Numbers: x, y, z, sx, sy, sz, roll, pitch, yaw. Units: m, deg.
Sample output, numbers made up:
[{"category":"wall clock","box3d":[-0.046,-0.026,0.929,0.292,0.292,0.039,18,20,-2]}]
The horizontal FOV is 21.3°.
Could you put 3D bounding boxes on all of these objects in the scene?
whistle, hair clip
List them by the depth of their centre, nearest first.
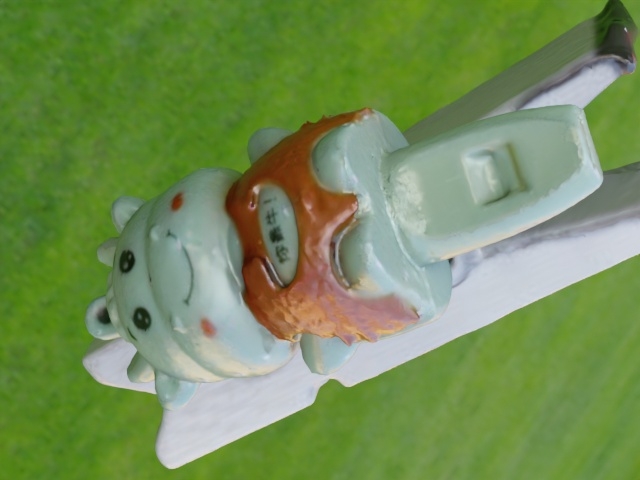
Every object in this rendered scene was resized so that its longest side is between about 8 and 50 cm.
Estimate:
[{"category":"whistle","box3d":[0.001,0.001,0.743,0.253,0.102,0.106,-18,-160,21]},{"category":"hair clip","box3d":[0.034,0.008,0.865,0.331,0.101,0.085,-29,-158,22]}]
